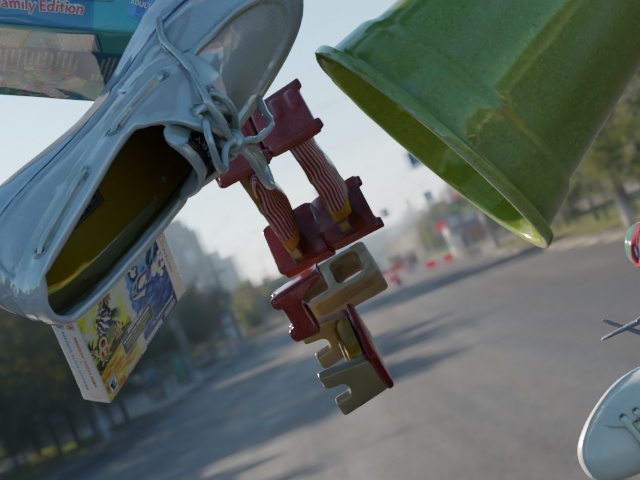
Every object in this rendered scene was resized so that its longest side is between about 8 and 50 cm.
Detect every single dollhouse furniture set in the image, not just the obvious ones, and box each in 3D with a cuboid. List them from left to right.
[{"bbox_3d":[0.000,0.000,1.910,0.152,0.201,0.374,-30,42,4],"label":"dollhouse furniture set"}]

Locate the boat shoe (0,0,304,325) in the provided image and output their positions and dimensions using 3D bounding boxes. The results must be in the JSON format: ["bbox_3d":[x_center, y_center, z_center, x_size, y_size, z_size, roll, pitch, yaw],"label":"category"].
[{"bbox_3d":[-0.110,-0.077,1.207,0.156,0.136,0.367,22,62,45],"label":"boat shoe"}]

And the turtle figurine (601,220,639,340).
[{"bbox_3d":[0.285,0.025,1.052,0.234,0.118,0.175,4,-11,33],"label":"turtle figurine"}]

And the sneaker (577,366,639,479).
[{"bbox_3d":[0.430,0.185,1.877,0.290,0.106,0.123,-42,-3,0],"label":"sneaker"}]

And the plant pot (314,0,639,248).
[{"bbox_3d":[0.179,-0.176,1.410,0.254,0.276,0.276,-50,-1,-1],"label":"plant pot"}]

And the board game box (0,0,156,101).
[{"bbox_3d":[-0.293,-0.214,1.565,0.336,0.079,0.254,3,-11,-13],"label":"board game box"}]

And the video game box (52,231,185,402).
[{"bbox_3d":[-0.247,0.057,1.860,0.048,0.187,0.205,4,43,27],"label":"video game box"}]
